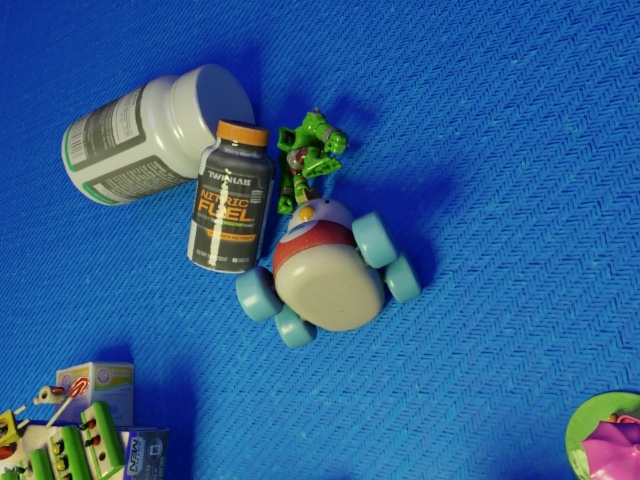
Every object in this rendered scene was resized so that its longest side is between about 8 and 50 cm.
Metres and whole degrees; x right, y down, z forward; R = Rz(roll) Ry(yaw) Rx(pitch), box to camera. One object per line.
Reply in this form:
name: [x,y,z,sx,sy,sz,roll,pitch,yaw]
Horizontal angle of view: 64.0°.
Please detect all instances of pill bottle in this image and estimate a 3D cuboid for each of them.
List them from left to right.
pill bottle: [-0.322,-0.205,1.025,0.360,0.204,0.205,-12,70,29]
pill bottle: [-0.149,-0.079,0.880,0.130,0.130,0.246,24,110,35]

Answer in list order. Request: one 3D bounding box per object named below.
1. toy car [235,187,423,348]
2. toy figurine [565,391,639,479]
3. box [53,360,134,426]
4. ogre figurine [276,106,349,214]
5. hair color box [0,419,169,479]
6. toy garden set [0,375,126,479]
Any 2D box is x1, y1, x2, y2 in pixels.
toy car: [0.000,0.000,0.775,0.219,0.210,0.238,-26,51,13]
toy figurine: [0.303,0.243,0.522,0.130,0.159,0.173,20,88,35]
box: [-0.444,0.349,1.005,0.114,0.103,0.203,-16,68,27]
ogre figurine: [-0.025,-0.143,0.877,0.197,0.096,0.118,112,150,-56]
hair color box: [-0.427,0.403,0.854,0.338,0.110,0.186,-5,71,21]
toy garden set: [-0.437,0.322,0.797,0.244,0.049,0.204,-38,60,8]
